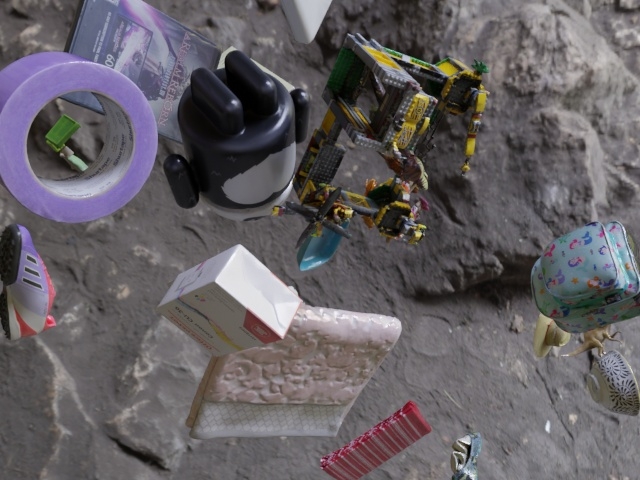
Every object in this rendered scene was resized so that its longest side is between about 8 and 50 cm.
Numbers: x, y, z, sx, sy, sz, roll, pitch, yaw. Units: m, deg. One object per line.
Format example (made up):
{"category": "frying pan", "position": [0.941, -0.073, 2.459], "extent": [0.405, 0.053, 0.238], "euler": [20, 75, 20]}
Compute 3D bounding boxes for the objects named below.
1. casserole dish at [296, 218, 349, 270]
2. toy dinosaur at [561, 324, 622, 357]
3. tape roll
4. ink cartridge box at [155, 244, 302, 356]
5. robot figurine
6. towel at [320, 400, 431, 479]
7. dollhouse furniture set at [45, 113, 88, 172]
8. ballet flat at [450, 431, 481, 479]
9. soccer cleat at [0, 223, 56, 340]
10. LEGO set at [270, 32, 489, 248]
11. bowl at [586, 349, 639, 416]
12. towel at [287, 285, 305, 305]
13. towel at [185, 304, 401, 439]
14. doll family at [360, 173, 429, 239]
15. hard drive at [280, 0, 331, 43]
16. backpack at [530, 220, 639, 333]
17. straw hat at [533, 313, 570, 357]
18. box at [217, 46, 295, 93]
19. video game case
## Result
{"category": "casserole dish", "position": [0.000, 0.000, 1.502], "extent": [0.114, 0.188, 0.037], "euler": [-19, 58, -36]}
{"category": "toy dinosaur", "position": [0.752, 0.278, 1.719], "extent": [0.183, 0.053, 0.092], "euler": [-47, 64, 8]}
{"category": "tape roll", "position": [-0.296, -0.121, 0.747], "extent": [0.080, 0.189, 0.189], "euler": [29, 75, 43]}
{"category": "ink cartridge box", "position": [-0.133, 0.089, 0.829], "extent": [0.198, 0.115, 0.067], "euler": [-24, 29, 47]}
{"category": "robot figurine", "position": [-0.121, -0.147, 0.963], "extent": [0.209, 0.278, 0.174], "euler": [1, 58, -2]}
{"category": "towel", "position": [0.144, 0.512, 1.581], "extent": [0.275, 0.199, 0.031], "euler": [-33, 50, 1]}
{"category": "dollhouse furniture set", "position": [-0.477, -0.180, 1.237], "extent": [0.076, 0.152, 0.059], "euler": [32, 75, 17]}
{"category": "ballet flat", "position": [0.334, 0.497, 1.465], "extent": [0.070, 0.070, 0.188], "euler": [-9, 19, 18]}
{"category": "soccer cleat", "position": [-0.659, 0.091, 1.427], "extent": [0.116, 0.318, 0.108], "euler": [-9, 41, -35]}
{"category": "LEGO set", "position": [0.101, -0.113, 0.871], "extent": [0.331, 0.255, 0.192], "euler": [-57, 30, 22]}
{"category": "bowl", "position": [0.732, 0.370, 1.607], "extent": [0.080, 0.170, 0.170], "euler": [-12, 56, 2]}
{"category": "towel", "position": [-0.108, 0.313, 1.982], "extent": [0.056, 0.324, 0.312], "euler": [-25, 84, 31]}
{"category": "towel", "position": [-0.050, 0.250, 1.169], "extent": [0.317, 0.331, 0.053], "euler": [-64, 33, 25]}
{"category": "doll family", "position": [0.179, -0.101, 1.629], "extent": [0.163, 0.263, 0.118], "euler": [-40, 64, -5]}
{"category": "hard drive", "position": [-0.028, -0.503, 1.033], "extent": [0.040, 0.307, 0.203], "euler": [18, 74, 18]}
{"category": "backpack", "position": [0.624, 0.093, 1.489], "extent": [0.253, 0.191, 0.225], "euler": [-34, 40, 39]}
{"category": "straw hat", "position": [0.611, 0.242, 1.634], "extent": [0.061, 0.144, 0.144], "euler": [7, 63, 44]}
{"category": "box", "position": [-0.216, -0.351, 1.637], "extent": [0.243, 0.117, 0.213], "euler": [37, 69, 24]}
{"category": "video game case", "position": [-0.296, -0.289, 1.065], "extent": [0.026, 0.274, 0.196], "euler": [18, 91, 40]}
